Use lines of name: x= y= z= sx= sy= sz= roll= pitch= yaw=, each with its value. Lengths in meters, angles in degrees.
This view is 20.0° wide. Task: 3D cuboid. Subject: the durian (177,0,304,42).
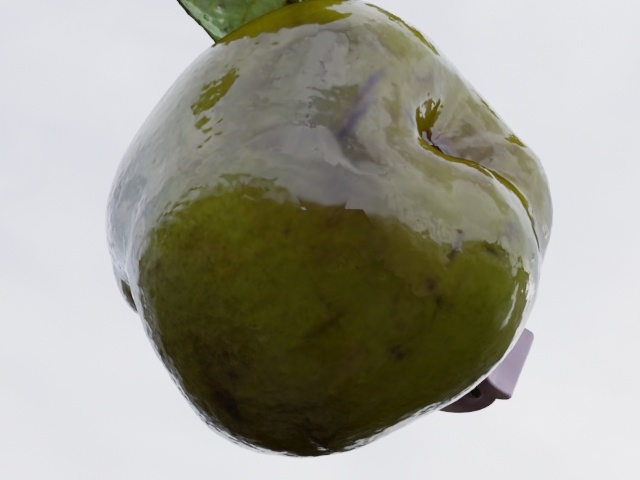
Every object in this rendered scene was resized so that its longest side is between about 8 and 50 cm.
durian: x=-0.095 y=-0.286 z=0.969 sx=0.163 sy=0.198 sz=0.394 roll=0 pitch=-61 yaw=56

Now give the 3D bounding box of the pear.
pear: x=0.000 y=0.000 z=0.804 sx=0.200 sy=0.200 sz=0.200 roll=13 pitch=-28 yaw=7

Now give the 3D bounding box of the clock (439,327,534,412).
clock: x=0.029 y=0.027 z=1.536 sx=0.290 sy=0.080 sz=0.275 roll=1 pitch=-46 yaw=26
